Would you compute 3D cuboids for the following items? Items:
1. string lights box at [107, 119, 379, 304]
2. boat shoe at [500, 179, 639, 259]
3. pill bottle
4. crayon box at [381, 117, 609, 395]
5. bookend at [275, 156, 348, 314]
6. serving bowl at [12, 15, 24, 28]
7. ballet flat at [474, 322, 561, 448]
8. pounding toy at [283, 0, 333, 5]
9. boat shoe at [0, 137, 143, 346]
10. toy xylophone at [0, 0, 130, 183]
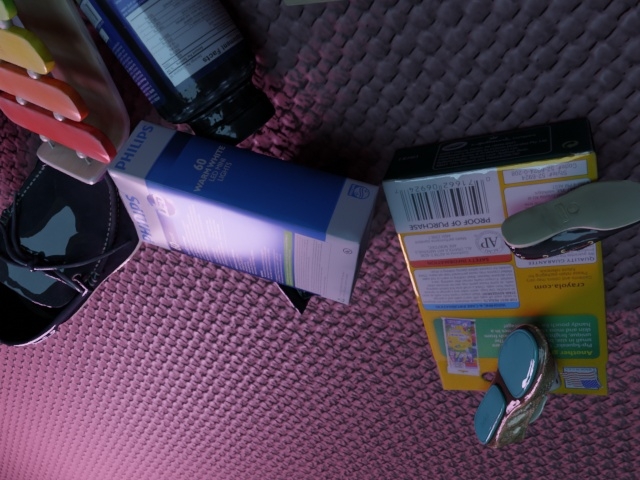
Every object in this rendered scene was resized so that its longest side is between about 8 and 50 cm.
[{"bbox_3d":[-0.078,-0.026,0.566,0.259,0.077,0.133,17,149,8],"label":"string lights box"},{"bbox_3d":[0.236,-0.017,0.483,0.132,0.049,0.042,-19,145,24],"label":"boat shoe"},{"bbox_3d":[-0.145,-0.202,0.552,0.122,0.123,0.219,-19,116,33],"label":"pill bottle"},{"bbox_3d":[0.213,0.038,0.615,0.202,0.083,0.323,-5,122,25],"label":"crayon box"},{"bbox_3d":[0.000,0.000,0.679,0.156,0.072,0.157,-20,116,32],"label":"bookend"},{"bbox_3d":[-0.341,-0.264,0.647,0.083,0.027,0.084,11,129,14],"label":"serving bowl"},{"bbox_3d":[0.238,0.169,0.618,0.067,0.073,0.206,-2,133,-10],"label":"ballet flat"},{"bbox_3d":[0.008,-0.310,0.434,0.180,0.094,0.206,5,118,25],"label":"pounding toy"},{"bbox_3d":[-0.402,0.014,0.802,0.186,0.156,0.500,40,128,-8],"label":"boat shoe"},{"bbox_3d":[-0.321,-0.211,0.541,0.236,0.081,0.323,18,145,34],"label":"toy xylophone"}]
